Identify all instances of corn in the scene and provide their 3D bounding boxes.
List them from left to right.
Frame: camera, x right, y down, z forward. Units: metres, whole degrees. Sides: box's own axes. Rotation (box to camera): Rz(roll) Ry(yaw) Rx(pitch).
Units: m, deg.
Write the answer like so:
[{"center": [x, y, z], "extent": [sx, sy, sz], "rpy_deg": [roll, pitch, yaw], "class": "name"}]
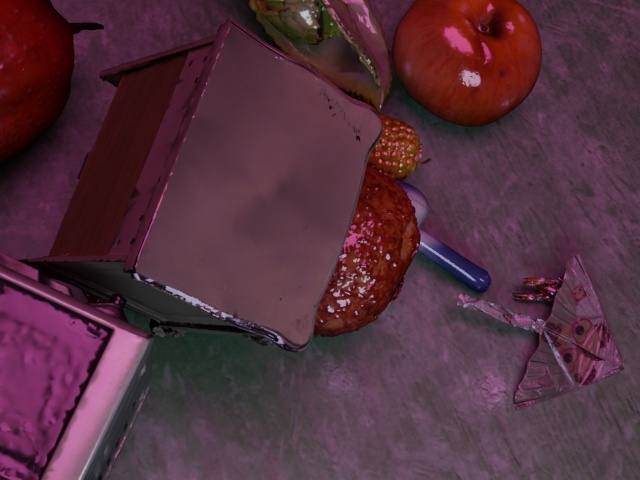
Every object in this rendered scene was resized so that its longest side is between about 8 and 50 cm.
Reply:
[{"center": [-0.005, -0.139, 1.615], "extent": [0.310, 0.101, 0.101], "rpy_deg": [11, 67, 2], "class": "corn"}]

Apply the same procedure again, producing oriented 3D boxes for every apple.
[{"center": [0.202, -0.263, 1.666], "extent": [0.209, 0.164, 0.209], "rpy_deg": [4, 67, -10], "class": "apple"}]

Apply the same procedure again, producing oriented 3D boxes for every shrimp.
[{"center": [0.307, 0.065, 1.621], "extent": [0.092, 0.038, 0.029], "rpy_deg": [1, 26, -8], "class": "shrimp"}]

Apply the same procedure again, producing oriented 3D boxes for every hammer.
[{"center": [0.144, 0.012, 1.596], "extent": [0.194, 0.069, 0.116], "rpy_deg": [33, 97, -10], "class": "hammer"}]

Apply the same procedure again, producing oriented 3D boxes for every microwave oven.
[{"center": [-0.399, 0.130, 1.321], "extent": [0.394, 0.333, 0.247], "rpy_deg": [25, 73, -1], "class": "microwave oven"}]

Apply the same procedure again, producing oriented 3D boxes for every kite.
[{"center": [0.295, 0.117, 1.591], "extent": [0.250, 0.012, 0.229], "rpy_deg": [24, 77, -11], "class": "kite"}]

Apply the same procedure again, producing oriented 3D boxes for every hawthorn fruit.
[{"center": [-0.405, -0.221, 1.519], "extent": [0.300, 0.254, 0.254], "rpy_deg": [-19, 72, -28], "class": "hawthorn fruit"}]

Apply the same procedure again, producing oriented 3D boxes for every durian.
[{"center": [-0.010, -0.345, 1.641], "extent": [0.157, 0.169, 0.355], "rpy_deg": [-42, 107, -10], "class": "durian"}]

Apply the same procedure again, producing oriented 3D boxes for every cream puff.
[{"center": [0.000, -0.001, 1.503], "extent": [0.164, 0.240, 0.240], "rpy_deg": [23, 58, -46], "class": "cream puff"}]

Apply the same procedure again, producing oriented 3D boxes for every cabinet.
[{"center": [-0.142, -0.048, 1.368], "extent": [0.227, 0.318, 0.290], "rpy_deg": [28, 73, -31], "class": "cabinet"}]

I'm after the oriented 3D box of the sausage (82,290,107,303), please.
[{"center": [-0.250, 0.027, 1.529], "extent": [0.076, 0.076, 0.141], "rpy_deg": [28, 66, 3], "class": "sausage"}]
